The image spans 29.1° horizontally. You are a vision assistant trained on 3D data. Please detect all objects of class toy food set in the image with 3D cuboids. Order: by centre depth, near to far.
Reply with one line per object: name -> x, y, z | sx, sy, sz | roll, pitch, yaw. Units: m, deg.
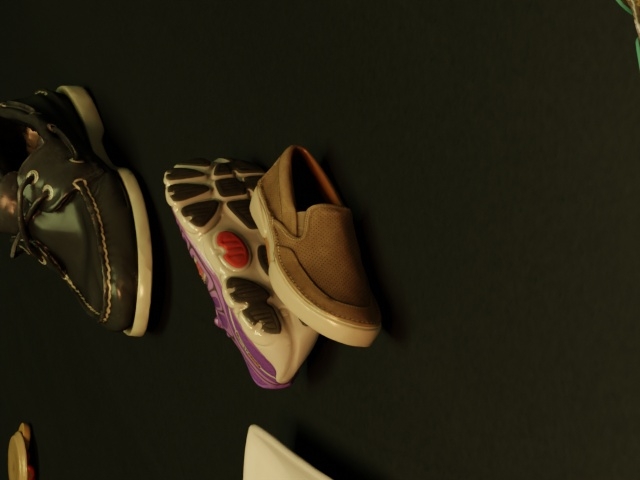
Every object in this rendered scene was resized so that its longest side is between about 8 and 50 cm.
toy food set -> -0.339, 0.256, 1.399 | 0.083, 0.020, 0.083 | -120, 37, -46

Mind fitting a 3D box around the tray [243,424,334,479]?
tray -> -0.008, 0.248, 0.673 | 0.145, 0.030, 0.271 | -162, 73, -65

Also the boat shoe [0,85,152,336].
boat shoe -> -0.228, -0.034, 1.044 | 0.340, 0.113, 0.127 | -119, 37, -46

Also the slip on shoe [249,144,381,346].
slip on shoe -> 0.000, 0.000, 0.637 | 0.041, 0.051, 0.135 | -62, 29, 26

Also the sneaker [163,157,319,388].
sneaker -> -0.052, 0.016, 0.726 | 0.071, 0.068, 0.170 | 106, 150, -43

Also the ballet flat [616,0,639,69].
ballet flat -> 0.116, -0.076, 0.401 | 0.041, 0.041, 0.114 | 130, 133, -54
